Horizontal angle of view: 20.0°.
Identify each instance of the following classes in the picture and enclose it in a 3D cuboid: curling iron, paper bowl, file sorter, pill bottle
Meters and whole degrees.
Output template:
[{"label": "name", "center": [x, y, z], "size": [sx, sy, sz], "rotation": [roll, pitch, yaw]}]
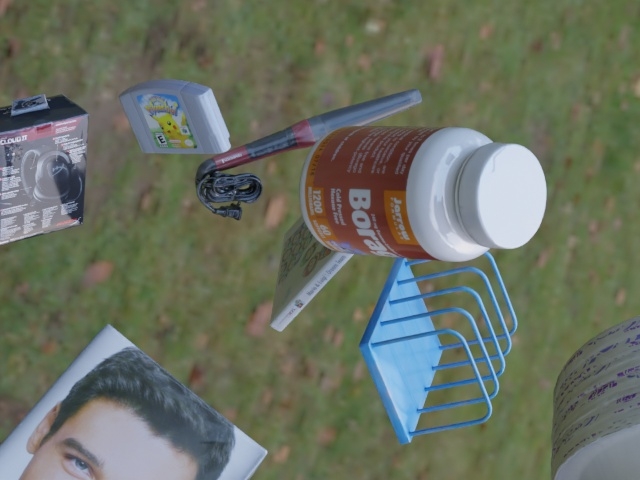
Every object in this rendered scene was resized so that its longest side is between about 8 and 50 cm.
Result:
[{"label": "curling iron", "center": [-0.013, -0.099, 1.877], "size": [0.274, 0.035, 0.068], "rotation": [-28, 124, -22]}, {"label": "paper bowl", "center": [0.305, 0.171, 1.287], "size": [0.284, 0.284, 0.148], "rotation": [66, 25, -55]}, {"label": "file sorter", "center": [0.123, 0.099, 1.805], "size": [0.170, 0.104, 0.118], "rotation": [-64, 137, -57]}, {"label": "pill bottle", "center": [0.092, -0.043, 1.634], "size": [0.121, 0.216, 0.121], "rotation": [-3, 95, -42]}]

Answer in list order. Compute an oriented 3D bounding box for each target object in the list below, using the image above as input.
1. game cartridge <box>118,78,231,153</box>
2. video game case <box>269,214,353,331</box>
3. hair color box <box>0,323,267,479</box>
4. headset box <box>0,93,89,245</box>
[{"label": "game cartridge", "center": [-0.105, -0.088, 1.292], "size": [0.017, 0.083, 0.056], "rotation": [-43, 124, -42]}, {"label": "video game case", "center": [0.000, 0.000, 1.878], "size": [0.143, 0.019, 0.157], "rotation": [-47, -159, 32]}, {"label": "hair color box", "center": [-0.236, 0.276, 1.566], "size": [0.374, 0.185, 0.113], "rotation": [-50, 175, -23]}, {"label": "headset box", "center": [-0.169, -0.044, 1.053], "size": [0.062, 0.032, 0.083], "rotation": [-17, 127, -35]}]
